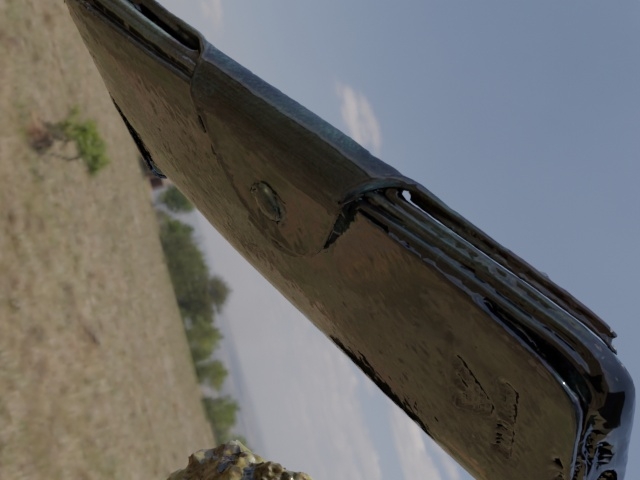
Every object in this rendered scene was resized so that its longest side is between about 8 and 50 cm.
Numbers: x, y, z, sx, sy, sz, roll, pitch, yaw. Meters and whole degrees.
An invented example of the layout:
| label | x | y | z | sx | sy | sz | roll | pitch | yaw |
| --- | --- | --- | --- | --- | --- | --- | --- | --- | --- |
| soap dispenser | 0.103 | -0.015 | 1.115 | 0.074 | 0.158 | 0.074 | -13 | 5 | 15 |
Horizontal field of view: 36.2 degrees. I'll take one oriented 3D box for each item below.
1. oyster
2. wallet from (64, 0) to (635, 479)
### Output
| label | x | y | z | sx | sy | sz | roll | pitch | yaw |
| --- | --- | --- | --- | --- | --- | --- | --- | --- | --- |
| oyster | -0.107 | 0.298 | 1.061 | 0.223 | 0.214 | 0.083 | 26 | -48 | 43 |
| wallet | 0.000 | 0.000 | 0.435 | 0.318 | 0.045 | 0.172 | 41 | -16 | 31 |
